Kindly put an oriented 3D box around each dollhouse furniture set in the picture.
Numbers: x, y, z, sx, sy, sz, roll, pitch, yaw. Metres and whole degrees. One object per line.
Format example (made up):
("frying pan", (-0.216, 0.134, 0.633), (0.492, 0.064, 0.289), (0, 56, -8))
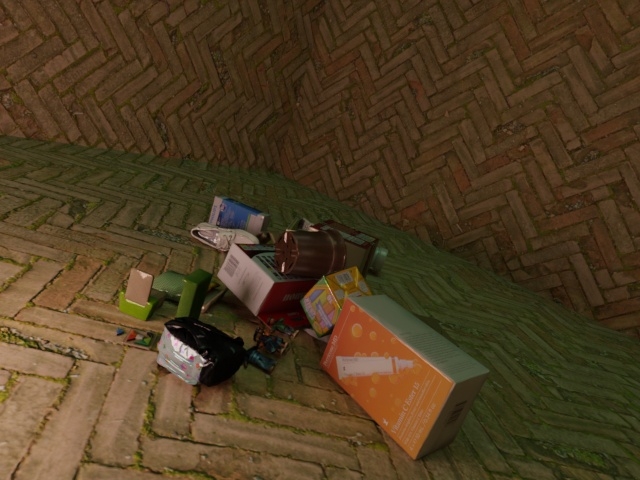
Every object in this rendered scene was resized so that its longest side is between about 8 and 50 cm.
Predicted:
("dollhouse furniture set", (-0.387, 0.110, 1.277), (0.197, 0.152, 0.301), (20, 15, 5))
("dollhouse furniture set", (-0.233, 0.057, 1.894), (0.144, 0.123, 0.151), (-1, 60, -52))

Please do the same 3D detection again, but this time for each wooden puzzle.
("wooden puzzle", (-0.424, 0.231, 1.074), (0.116, 0.014, 0.078), (14, 16, -16))

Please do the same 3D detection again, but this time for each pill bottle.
("pill bottle", (0.178, 0.049, 2.177), (0.271, 0.153, 0.152), (20, 15, 5))

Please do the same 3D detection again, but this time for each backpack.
("backpack", (-0.277, 0.245, 1.011), (0.181, 0.115, 0.152), (23, 4, 20))

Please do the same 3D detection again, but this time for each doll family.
("doll family", (-0.141, 0.266, 1.183), (0.111, 0.076, 0.193), (27, 19, 10))

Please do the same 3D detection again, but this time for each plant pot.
("plant pot", (-0.037, 0.040, 1.350), (0.165, 0.167, 0.167), (6, 19, -37))

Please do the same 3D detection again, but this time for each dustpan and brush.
("dustpan and brush", (0.071, 0.287, 1.381), (0.211, 0.060, 0.147), (28, 18, 33))

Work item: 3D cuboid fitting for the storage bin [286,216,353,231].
("storage bin", (0.000, 0.000, 1.934), (0.262, 0.123, 0.260), (10, 17, 4))

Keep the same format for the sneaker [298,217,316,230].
("sneaker", (-0.031, -0.032, 2.323), (0.118, 0.110, 0.292), (22, 13, -22))

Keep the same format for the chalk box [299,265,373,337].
("chalk box", (0.039, 0.191, 1.327), (0.132, 0.213, 0.132), (-14, 65, -36))

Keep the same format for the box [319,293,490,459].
("box", (0.193, 0.313, 1.123), (0.168, 0.215, 0.345), (4, 22, -44))

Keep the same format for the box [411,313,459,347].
("box", (0.397, 0.332, 1.693), (0.164, 0.021, 0.201), (13, 15, -20))

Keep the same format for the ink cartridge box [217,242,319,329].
("ink cartridge box", (-0.112, 0.135, 1.430), (0.271, 0.130, 0.309), (39, 20, 29))

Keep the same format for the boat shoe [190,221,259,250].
("boat shoe", (-0.381, 0.000, 1.797), (0.276, 0.098, 0.096), (12, 14, 11))

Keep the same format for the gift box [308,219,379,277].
("gift box", (0.069, 0.098, 1.662), (0.276, 0.258, 0.255), (25, 17, 19))

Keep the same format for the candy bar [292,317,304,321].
("candy bar", (-0.080, 0.247, 1.423), (0.040, 0.018, 0.161), (27, 18, 28))

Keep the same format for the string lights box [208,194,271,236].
("string lights box", (-0.370, -0.098, 2.069), (0.259, 0.134, 0.076), (23, 16, 14))
